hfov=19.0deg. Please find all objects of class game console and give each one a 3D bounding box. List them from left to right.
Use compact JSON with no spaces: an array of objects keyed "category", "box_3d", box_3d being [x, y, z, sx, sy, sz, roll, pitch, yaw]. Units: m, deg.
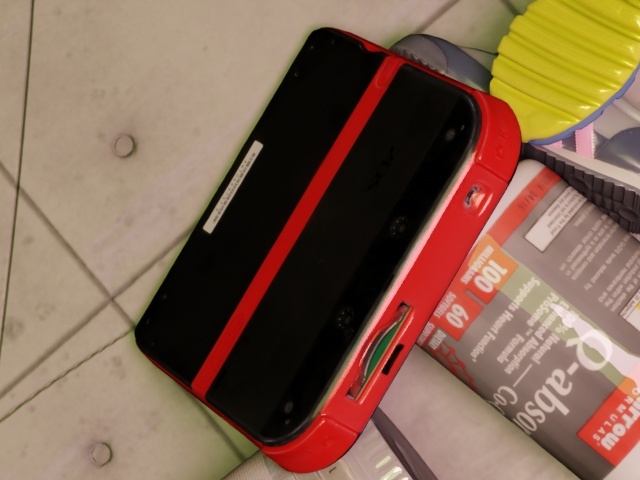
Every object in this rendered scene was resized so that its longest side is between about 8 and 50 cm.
[{"category":"game console","box_3d":[0.000,0.000,1.802,0.060,0.342,0.386,31,90,-35]}]

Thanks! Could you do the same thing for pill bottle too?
[{"category":"pill bottle","box_3d":[0.268,0.109,1.785,0.363,0.210,0.210,39,92,7]}]

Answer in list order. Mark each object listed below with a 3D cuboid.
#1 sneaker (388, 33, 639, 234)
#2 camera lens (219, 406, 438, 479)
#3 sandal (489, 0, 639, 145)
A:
[{"category":"sneaker","box_3d":[0.222,-0.132,1.870,0.319,0.112,0.131,32,69,8]},{"category":"camera lens","box_3d":[-0.013,0.301,1.805,0.274,0.219,0.219,-38,84,4]},{"category":"sandal","box_3d":[0.282,-0.216,1.771,0.126,0.138,0.317,42,98,20]}]
